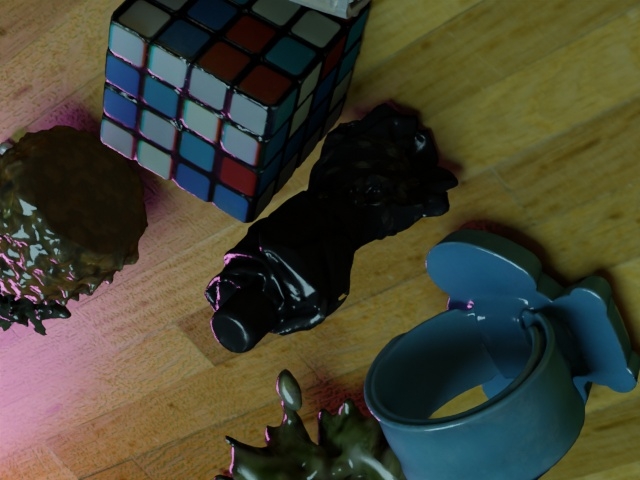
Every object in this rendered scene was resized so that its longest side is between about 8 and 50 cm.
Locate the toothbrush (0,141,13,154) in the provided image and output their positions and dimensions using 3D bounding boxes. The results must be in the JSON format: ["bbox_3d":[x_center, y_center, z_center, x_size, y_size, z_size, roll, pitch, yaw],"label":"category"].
[{"bbox_3d":[-0.360,-0.033,2.012,0.018,0.024,0.257,23,144,-12],"label":"toothbrush"}]

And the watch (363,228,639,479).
[{"bbox_3d":[0.144,0.120,1.611,0.211,0.193,0.211,24,142,20],"label":"watch"}]

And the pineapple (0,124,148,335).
[{"bbox_3d":[-0.298,0.015,1.904,0.169,0.169,0.340,45,143,-7],"label":"pineapple"}]

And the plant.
[{"bbox_3d":[0.023,0.243,1.946,0.251,0.180,0.333,30,175,1],"label":"plant"}]

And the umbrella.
[{"bbox_3d":[0.000,-0.001,1.544,0.122,0.272,0.110,22,136,24],"label":"umbrella"}]

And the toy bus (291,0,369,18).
[{"bbox_3d":[-0.005,-0.324,1.372,0.138,0.097,0.342,22,141,31],"label":"toy bus"}]

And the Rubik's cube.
[{"bbox_3d":[-0.072,-0.138,1.561,0.155,0.154,0.151,31,142,12],"label":"Rubik's cube"}]
